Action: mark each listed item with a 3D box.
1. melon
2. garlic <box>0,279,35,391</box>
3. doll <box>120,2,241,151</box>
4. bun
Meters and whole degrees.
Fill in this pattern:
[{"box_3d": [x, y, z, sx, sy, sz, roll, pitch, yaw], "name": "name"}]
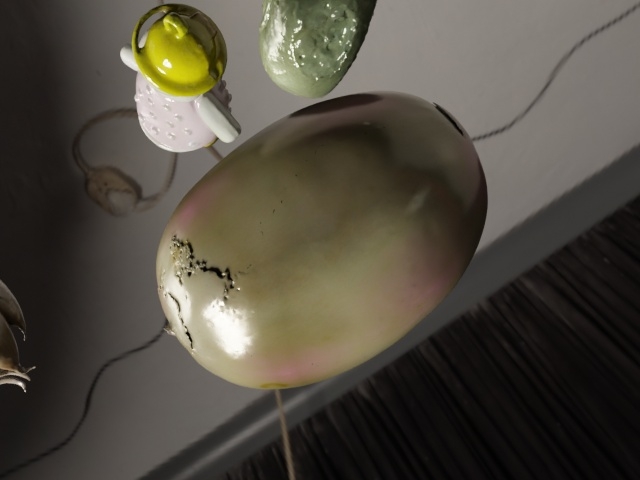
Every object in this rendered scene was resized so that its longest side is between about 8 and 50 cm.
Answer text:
[{"box_3d": [0.000, 0.000, 0.855, 0.316, 0.223, 0.223, -32, 128, -5], "name": "melon"}, {"box_3d": [-0.544, 0.130, 1.324, 0.237, 0.292, 0.210, -39, 180, -38], "name": "garlic"}, {"box_3d": [-0.118, -0.134, 0.812, 0.081, 0.129, 0.207, -49, 174, -16], "name": "doll"}, {"box_3d": [-0.005, -0.257, 1.002, 0.108, 0.221, 0.221, 19, 113, -13], "name": "bun"}]
